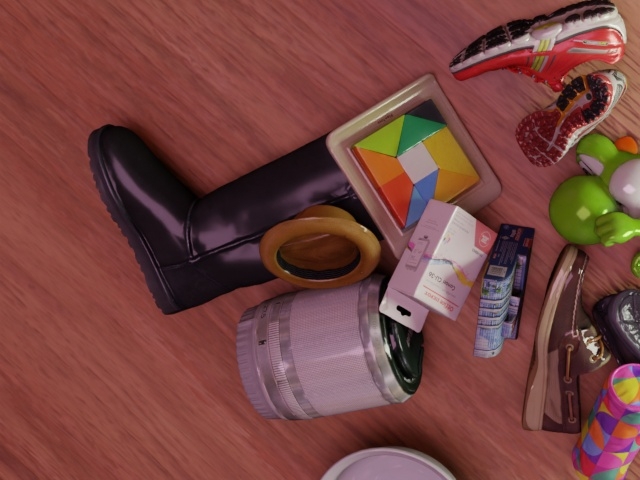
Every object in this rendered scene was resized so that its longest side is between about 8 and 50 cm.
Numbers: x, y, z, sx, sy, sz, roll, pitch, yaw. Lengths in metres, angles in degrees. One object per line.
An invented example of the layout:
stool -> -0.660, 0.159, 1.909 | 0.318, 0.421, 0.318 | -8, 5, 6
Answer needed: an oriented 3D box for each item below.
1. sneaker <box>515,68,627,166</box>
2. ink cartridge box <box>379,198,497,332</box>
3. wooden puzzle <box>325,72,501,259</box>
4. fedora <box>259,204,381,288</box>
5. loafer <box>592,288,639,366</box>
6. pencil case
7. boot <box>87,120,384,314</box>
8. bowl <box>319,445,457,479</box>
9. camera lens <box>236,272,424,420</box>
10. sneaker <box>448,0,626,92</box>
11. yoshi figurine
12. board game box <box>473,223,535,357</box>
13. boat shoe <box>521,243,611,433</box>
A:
sneaker -> 0.392, -0.188, 1.785 | 0.088, 0.093, 0.225 | 59, 142, 7
ink cartridge box -> 0.186, 0.049, 1.821 | 0.067, 0.115, 0.198 | 21, 83, 51
wooden puzzle -> 0.156, -0.121, 1.854 | 0.221, 0.044, 0.238 | -33, 96, -16
fedora -> 0.000, 0.000, 1.831 | 0.194, 0.079, 0.194 | 2, 139, 2
loafer -> 0.546, 0.212, 1.866 | 0.109, 0.095, 0.302 | -34, 95, -22
pencil case -> 0.476, 0.299, 1.842 | 0.104, 0.104, 0.236 | 21, 139, 11
boot -> -0.132, -0.097, 1.953 | 0.445, 0.146, 0.367 | -19, 105, 23
bowl -> 0.140, 0.480, 2.022 | 0.298, 0.134, 0.298 | 4, 105, 17
camera lens -> 0.023, 0.182, 1.937 | 0.274, 0.219, 0.219 | -14, 99, 20
sneaker -> 0.337, -0.281, 1.793 | 0.279, 0.107, 0.118 | -12, 114, 24
yoshi figurine -> 0.491, 0.003, 1.759 | 0.362, 0.203, 0.203 | 50, 144, 22
board game box -> 0.297, 0.103, 1.873 | 0.060, 0.194, 0.194 | 10, 120, 14
boat shoe -> 0.410, 0.169, 1.864 | 0.123, 0.123, 0.342 | 11, 114, 13
